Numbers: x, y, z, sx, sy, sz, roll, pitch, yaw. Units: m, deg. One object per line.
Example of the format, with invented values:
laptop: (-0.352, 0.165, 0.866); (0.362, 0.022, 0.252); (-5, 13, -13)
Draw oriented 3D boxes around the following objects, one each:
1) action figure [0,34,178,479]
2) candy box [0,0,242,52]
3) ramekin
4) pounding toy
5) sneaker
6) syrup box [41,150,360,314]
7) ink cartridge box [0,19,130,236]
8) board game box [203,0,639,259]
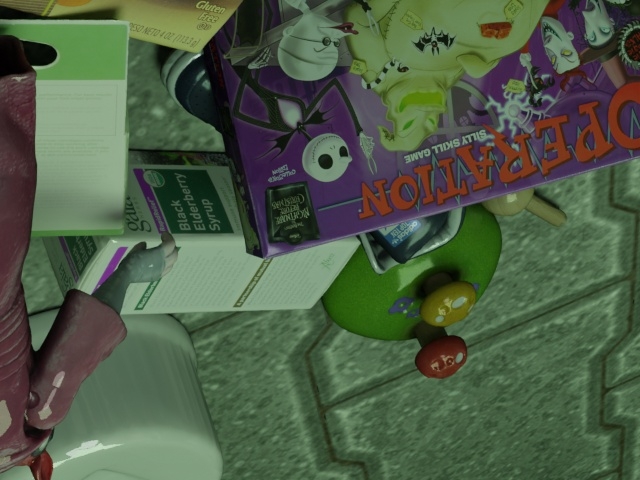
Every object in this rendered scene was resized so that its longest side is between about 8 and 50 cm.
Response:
action figure: (-0.226, 0.049, 1.112); (0.248, 0.275, 0.370); (-12, 128, 3)
candy box: (-0.153, -0.227, 1.041); (0.316, 0.087, 0.183); (10, 134, -44)
ramekin: (-0.221, 0.191, 1.554); (0.277, 0.135, 0.277); (-19, 147, -13)
pounding toy: (0.125, 0.043, 1.618); (0.237, 0.110, 0.183); (-33, 148, 11)
sneaker: (0.008, -0.067, 1.329); (0.099, 0.153, 0.282); (-42, 145, 23)
syrup box: (-0.097, -0.006, 1.398); (0.237, 0.093, 0.096); (1, 139, -37)
ink cartridge box: (-0.216, -0.087, 1.187); (0.171, 0.056, 0.235); (-1, 143, -9)
board game box: (0.091, -0.129, 1.279); (0.347, 0.056, 0.208); (-16, 105, -18)
